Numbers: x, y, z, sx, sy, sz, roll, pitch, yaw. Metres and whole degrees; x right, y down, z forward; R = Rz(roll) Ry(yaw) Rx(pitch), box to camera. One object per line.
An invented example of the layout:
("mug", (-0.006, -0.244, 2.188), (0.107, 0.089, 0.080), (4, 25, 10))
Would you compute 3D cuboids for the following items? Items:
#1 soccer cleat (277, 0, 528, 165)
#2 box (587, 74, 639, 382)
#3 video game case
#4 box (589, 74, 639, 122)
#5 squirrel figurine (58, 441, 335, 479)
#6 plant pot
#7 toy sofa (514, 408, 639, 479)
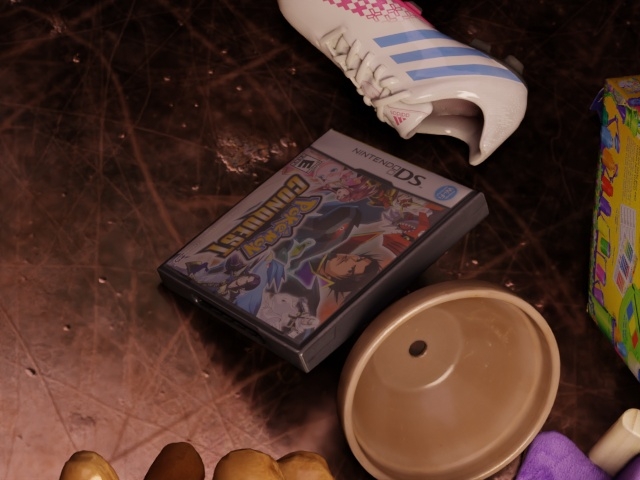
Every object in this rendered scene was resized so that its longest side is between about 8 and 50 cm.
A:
("soccer cleat", (0.081, -0.204, 1.730), (0.331, 0.116, 0.143), (26, 63, 6))
("box", (0.409, 0.010, 1.509), (0.177, 0.290, 0.279), (-6, 29, -10))
("video game case", (0.000, 0.000, 1.595), (0.275, 0.035, 0.248), (-40, 42, -23))
("box", (0.393, -0.169, 1.770), (0.136, 0.081, 0.028), (-10, 66, -11))
("squirrel figurine", (-0.049, 0.383, 1.321), (0.370, 0.281, 0.397), (11, 80, 14))
("plant pot", (0.120, 0.135, 1.543), (0.237, 0.237, 0.110), (-14, 27, -13))
("toy sofa", (0.234, 0.343, 1.460), (0.177, 0.150, 0.362), (31, 64, 7))
